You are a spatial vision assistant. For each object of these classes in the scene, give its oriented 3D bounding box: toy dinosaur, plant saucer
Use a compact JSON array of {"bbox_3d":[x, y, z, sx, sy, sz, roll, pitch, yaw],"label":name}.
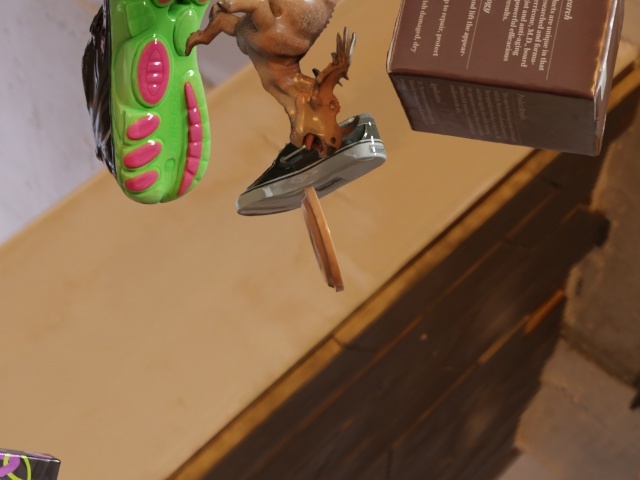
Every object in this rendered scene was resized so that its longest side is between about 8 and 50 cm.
[{"bbox_3d":[-0.024,-0.259,1.328,0.127,0.200,0.295,-125,-129,-67],"label":"toy dinosaur"},{"bbox_3d":[0.000,0.000,0.922,0.083,0.013,0.083,162,-90,-87],"label":"plant saucer"}]

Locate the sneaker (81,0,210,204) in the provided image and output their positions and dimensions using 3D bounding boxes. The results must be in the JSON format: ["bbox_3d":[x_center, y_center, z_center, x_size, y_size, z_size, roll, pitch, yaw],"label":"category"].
[{"bbox_3d":[-0.238,-0.292,1.573,0.202,0.185,0.482,24,-70,47],"label":"sneaker"}]

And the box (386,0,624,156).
[{"bbox_3d":[0.189,-0.198,1.198,0.203,0.167,0.168,10,-13,15],"label":"box"}]

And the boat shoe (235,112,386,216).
[{"bbox_3d":[-0.017,-0.093,1.529,0.219,0.078,0.070,-23,-109,25],"label":"boat shoe"}]

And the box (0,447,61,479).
[{"bbox_3d":[-0.298,0.223,0.973,0.162,0.116,0.029,15,-7,-35],"label":"box"}]
